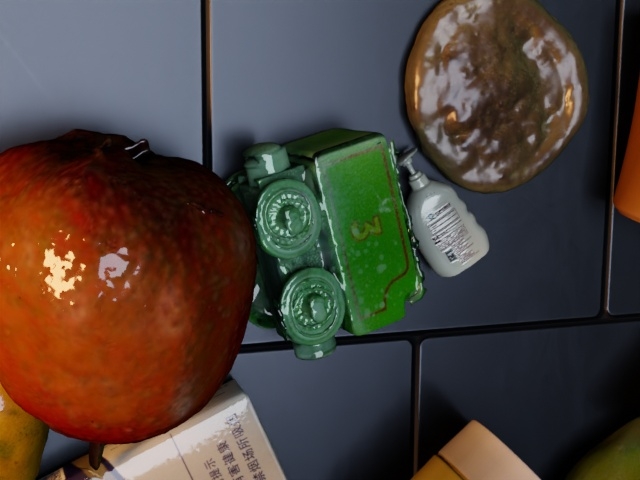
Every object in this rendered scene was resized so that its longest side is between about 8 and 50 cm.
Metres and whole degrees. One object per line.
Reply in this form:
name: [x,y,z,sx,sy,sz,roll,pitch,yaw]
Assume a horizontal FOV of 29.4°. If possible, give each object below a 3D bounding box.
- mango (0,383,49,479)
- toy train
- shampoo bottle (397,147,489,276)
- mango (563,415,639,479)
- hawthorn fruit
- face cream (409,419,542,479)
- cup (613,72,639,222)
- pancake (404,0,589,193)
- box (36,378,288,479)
mango: [-0.339,0.194,1.267,0.111,0.089,0.163,9,105,-20]
toy train: [0.000,0.000,1.320,0.188,0.132,0.243,-19,106,-22]
shampoo bottle: [0.129,-0.035,1.394,0.077,0.045,0.152,-36,111,-6]
mango: [0.371,0.306,1.521,0.130,0.092,0.195,36,80,-19]
hawthorn fruit: [-0.210,0.070,1.198,0.284,0.285,0.369,-1,117,-18]
face cream: [0.187,0.345,1.395,0.179,0.218,0.218,-43,110,-5]
cup: [0.455,-0.143,1.431,0.226,0.182,0.264,0,111,-50]
pancake: [0.209,-0.172,1.391,0.241,0.050,0.242,-4,103,-17]
box: [-0.171,0.285,1.347,0.259,0.071,0.168,-28,108,-12]
